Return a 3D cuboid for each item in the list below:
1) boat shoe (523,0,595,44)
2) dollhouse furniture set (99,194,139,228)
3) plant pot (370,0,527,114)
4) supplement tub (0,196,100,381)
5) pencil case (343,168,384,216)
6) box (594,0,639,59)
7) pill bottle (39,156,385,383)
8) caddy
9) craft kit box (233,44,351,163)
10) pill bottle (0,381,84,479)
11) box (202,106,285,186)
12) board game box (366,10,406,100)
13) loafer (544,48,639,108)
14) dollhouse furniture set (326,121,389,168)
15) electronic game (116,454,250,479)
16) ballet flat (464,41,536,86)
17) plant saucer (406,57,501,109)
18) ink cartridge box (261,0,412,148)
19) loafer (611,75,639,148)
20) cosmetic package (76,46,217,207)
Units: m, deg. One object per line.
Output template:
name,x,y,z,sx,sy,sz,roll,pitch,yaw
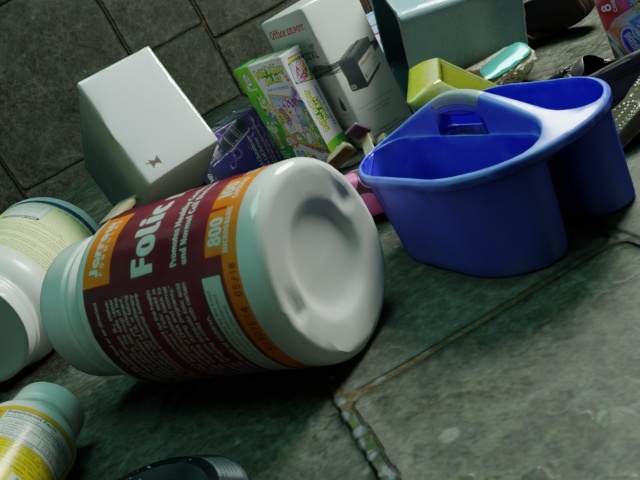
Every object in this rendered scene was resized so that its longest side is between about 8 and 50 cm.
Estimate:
boat shoe,0.427,-0.457,1.628,0.130,0.132,0.355,-56,22,-15
dollhouse furniture set,-0.228,-0.027,1.325,0.242,0.161,0.212,-24,19,13
plant pot,0.257,-0.419,1.487,0.253,0.247,0.247,-20,42,1
supplement tub,-0.540,0.081,1.361,0.236,0.235,0.324,-22,19,17
pencil case,0.021,-0.055,1.176,0.210,0.095,0.098,-19,-7,20
box,0.546,-0.383,1.190,0.142,0.154,0.300,-12,25,39
pill bottle,-0.142,0.052,0.905,0.392,0.224,0.224,-13,24,37
caddy,0.193,-0.097,0.900,0.241,0.179,0.341,-34,19,-19
craft kit box,-0.060,-0.276,1.606,0.061,0.246,0.250,-34,19,-21
pill bottle,-0.341,0.250,0.834,0.118,0.117,0.208,-22,20,17
box,-0.207,-0.191,1.738,0.207,0.153,0.108,-38,22,-23
board game box,0.161,-0.419,1.723,0.160,0.211,0.039,-26,18,6
loafer,0.414,-0.241,1.090,0.303,0.095,0.109,-8,27,45
dollhouse furniture set,0.076,-0.151,1.465,0.114,0.091,0.081,-41,50,37
electronic game,-0.159,0.266,0.648,0.229,0.048,0.229,-25,17,8
ballet flat,0.291,-0.281,1.405,0.241,0.077,0.091,-25,53,-2
plant saucer,0.226,-0.215,1.151,0.188,0.188,0.045,-76,10,-61
ink cartridge box,0.031,-0.353,1.583,0.129,0.307,0.223,-34,19,-17
loafer,0.405,-0.159,0.969,0.148,0.050,0.056,-48,19,-9
cosmetic package,-0.365,-0.177,1.573,0.162,0.230,0.453,-36,-2,-20
